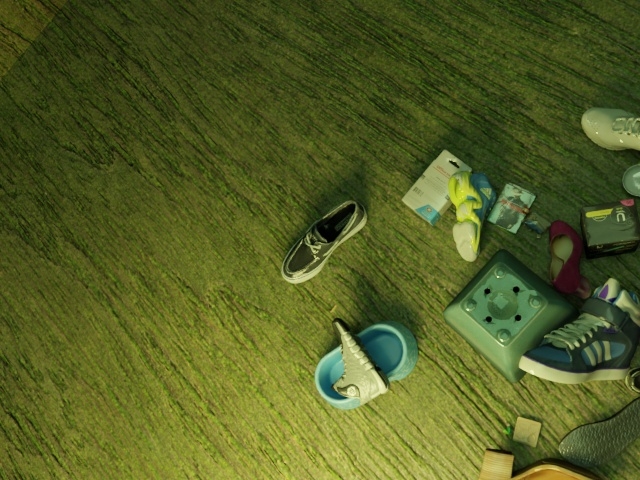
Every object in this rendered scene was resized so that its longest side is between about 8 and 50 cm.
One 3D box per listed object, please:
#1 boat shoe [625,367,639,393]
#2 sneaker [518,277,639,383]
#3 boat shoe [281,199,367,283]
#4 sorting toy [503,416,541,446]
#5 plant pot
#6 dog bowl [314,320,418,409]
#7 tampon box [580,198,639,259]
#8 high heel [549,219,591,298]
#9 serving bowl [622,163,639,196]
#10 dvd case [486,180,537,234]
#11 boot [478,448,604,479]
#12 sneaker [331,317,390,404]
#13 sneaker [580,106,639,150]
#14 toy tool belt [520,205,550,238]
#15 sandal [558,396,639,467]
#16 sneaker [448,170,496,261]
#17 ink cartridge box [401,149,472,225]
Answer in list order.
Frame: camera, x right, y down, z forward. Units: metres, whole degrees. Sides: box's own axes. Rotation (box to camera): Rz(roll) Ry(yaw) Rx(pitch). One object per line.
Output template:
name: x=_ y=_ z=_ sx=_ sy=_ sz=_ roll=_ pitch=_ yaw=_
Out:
boat shoe: x=0.831 y=0.325 z=1.652 sx=0.233 sy=0.079 sz=0.083 roll=-4 pitch=75 yaw=16
sneaker: x=0.603 y=0.195 z=1.642 sx=0.130 sy=0.323 sz=0.236 roll=23 pitch=106 yaw=62
boat shoe: x=0.000 y=0.000 z=1.993 sx=0.301 sy=0.102 sz=0.108 roll=-39 pitch=69 yaw=6
sorting toy: x=0.495 y=0.467 z=1.767 sx=0.083 sy=0.012 sz=0.061 roll=13 pitch=87 yaw=18
plant pot: x=0.445 y=0.169 z=1.724 sx=0.248 sy=0.252 sz=0.247 roll=43 pitch=94 yaw=22
dog bowl: x=0.113 y=0.326 z=1.896 sx=0.297 sy=0.074 sz=0.165 roll=-34 pitch=69 yaw=8
tampon box: x=0.696 y=-0.026 z=1.732 sx=0.121 sy=0.161 sz=0.101 roll=-9 pitch=75 yaw=16
high heel: x=0.579 y=0.031 z=1.749 sx=0.082 sy=0.117 sz=0.244 roll=-40 pitch=37 yaw=41
serving bowl: x=0.799 y=-0.147 z=1.797 sx=0.084 sy=0.027 sz=0.083 roll=-4 pitch=77 yaw=18
dvd case: x=0.503 y=-0.086 z=1.891 sx=0.087 sy=0.013 sz=0.119 roll=29 pitch=87 yaw=22
boot: x=0.506 y=0.622 z=1.681 sx=0.284 sy=0.109 sz=0.220 roll=6 pitch=85 yaw=12
sneaker: x=0.063 y=0.318 z=1.831 sx=0.132 sy=0.086 sz=0.228 roll=-39 pitch=70 yaw=9
sneaker: x=0.792 y=-0.268 z=1.773 sx=0.297 sy=0.129 sz=0.110 roll=25 pitch=89 yaw=23
toy tool belt: x=0.544 y=-0.045 z=1.846 sx=0.083 sy=0.052 sz=0.051 roll=35 pitch=97 yaw=3
sandal: x=0.684 y=0.456 z=1.691 sx=0.255 sy=0.054 sz=0.097 roll=-26 pitch=77 yaw=1
sneaker: x=0.412 y=-0.069 z=1.874 sx=0.126 sy=0.091 sz=0.239 roll=-14 pitch=103 yaw=-21
ink cartridge box: x=0.319 y=-0.142 z=1.940 sx=0.104 sy=0.060 sz=0.180 roll=41 pitch=93 yaw=22
